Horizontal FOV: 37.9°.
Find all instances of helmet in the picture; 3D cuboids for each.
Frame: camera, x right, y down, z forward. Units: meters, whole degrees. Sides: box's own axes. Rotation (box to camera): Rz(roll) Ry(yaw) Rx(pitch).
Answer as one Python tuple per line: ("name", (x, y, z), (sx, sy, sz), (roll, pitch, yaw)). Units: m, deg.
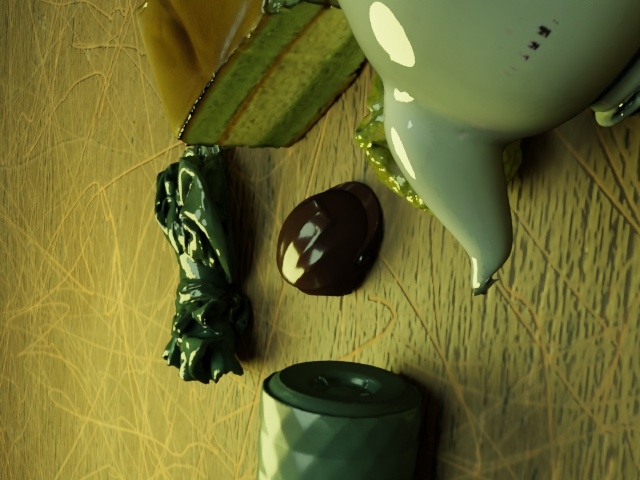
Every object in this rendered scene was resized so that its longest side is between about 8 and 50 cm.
("helmet", (0.000, 0.000, 0.910), (0.098, 0.070, 0.123), (52, 132, 39))

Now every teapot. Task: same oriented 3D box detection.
("teapot", (0.158, -0.171, 0.566), (0.424, 0.280, 0.252), (-61, 1, 10))

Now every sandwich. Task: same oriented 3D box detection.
("sandwich", (-0.065, -0.232, 0.915), (0.227, 0.155, 0.198), (-42, 58, 46))

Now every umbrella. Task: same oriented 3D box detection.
("umbrella", (-0.145, -0.009, 1.091), (0.143, 0.094, 0.349), (-2, 88, 49))

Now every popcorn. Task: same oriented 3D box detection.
("popcorn", (0.098, -0.092, 0.740), (0.126, 0.126, 0.145), (2, 77, 29))

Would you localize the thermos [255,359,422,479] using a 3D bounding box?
("thermos", (0.007, 0.259, 0.862), (0.182, 0.145, 0.286), (-108, 23, -78))
